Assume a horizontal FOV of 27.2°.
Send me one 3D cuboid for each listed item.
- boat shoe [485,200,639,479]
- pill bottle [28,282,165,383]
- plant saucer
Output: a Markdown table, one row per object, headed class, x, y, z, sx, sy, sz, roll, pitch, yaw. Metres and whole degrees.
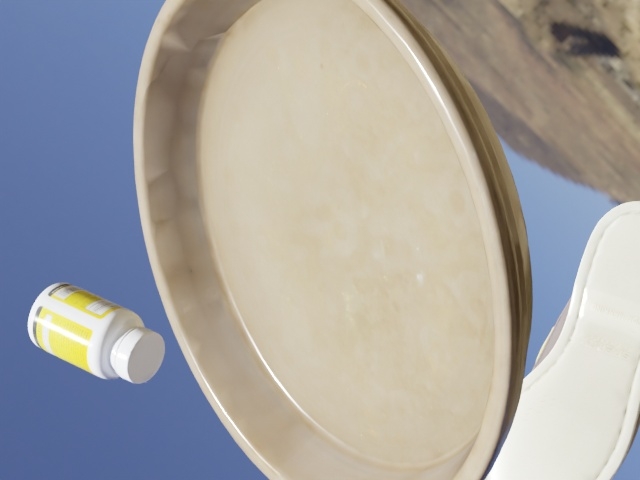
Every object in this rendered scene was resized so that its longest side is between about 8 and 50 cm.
| class | x | y | z | sx | sy | sz | roll | pitch | yaw |
| --- | --- | --- | --- | --- | --- | --- | --- | --- | --- |
| boat shoe | 0.238 | 0.125 | 1.168 | 0.117 | 0.324 | 0.097 | 22 | 176 | 23 |
| pill bottle | -0.195 | 0.084 | 1.160 | 0.116 | 0.065 | 0.065 | 21 | -179 | 32 |
| plant saucer | 0.000 | 0.000 | 0.612 | 0.041 | 0.278 | 0.278 | -17 | -123 | -34 |
